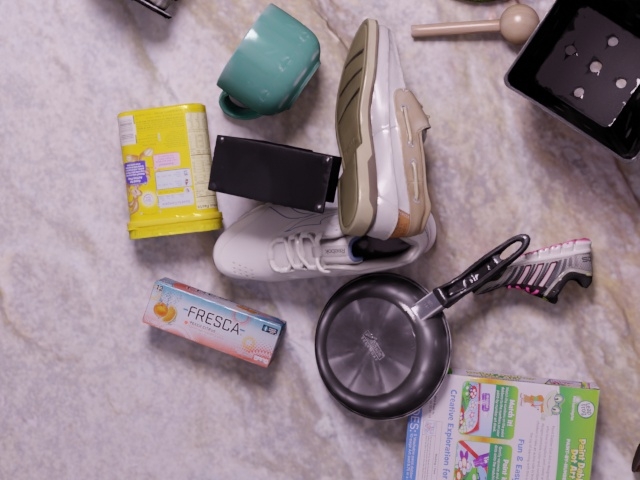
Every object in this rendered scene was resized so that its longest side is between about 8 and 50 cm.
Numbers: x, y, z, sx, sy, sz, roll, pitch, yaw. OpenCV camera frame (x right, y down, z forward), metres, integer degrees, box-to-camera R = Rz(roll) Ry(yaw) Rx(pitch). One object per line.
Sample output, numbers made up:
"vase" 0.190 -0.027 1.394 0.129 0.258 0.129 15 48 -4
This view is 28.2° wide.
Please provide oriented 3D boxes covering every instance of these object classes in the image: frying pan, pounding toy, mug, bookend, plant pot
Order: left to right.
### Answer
"mug" -0.062 -0.223 1.659 0.097 0.158 0.129 34 74 -3
"bookend" -0.038 -0.084 1.625 0.156 0.157 0.072 12 96 19
"frying pan" 0.132 0.123 1.649 0.326 0.053 0.197 -16 80 25
"pounding toy" 0.204 -0.373 1.618 0.183 0.110 0.236 4 94 6
"plant pot" 0.351 -0.220 1.585 0.187 0.167 0.188 33 96 3

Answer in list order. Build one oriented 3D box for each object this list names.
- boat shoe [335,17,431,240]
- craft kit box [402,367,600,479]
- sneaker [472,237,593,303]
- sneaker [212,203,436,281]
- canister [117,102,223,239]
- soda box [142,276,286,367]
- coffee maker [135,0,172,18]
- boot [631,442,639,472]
"boat shoe" 0.083 -0.139 1.623 0.103 0.113 0.302 9 67 -16
"craft kit box" 0.233 0.300 1.693 0.247 0.061 0.249 6 95 8
"sneaker" 0.279 0.052 1.664 0.170 0.063 0.074 -16 86 2
"sneaker" 0.000 0.000 1.656 0.297 0.129 0.111 -9 101 8
"canister" -0.202 -0.092 1.701 0.126 0.073 0.169 -6 92 6
"soda box" -0.142 0.109 1.716 0.183 0.058 0.063 20 96 4
"coffee maker" -0.228 -0.406 1.657 0.171 0.120 0.178 31 96 4
"boot" 0.481 0.284 1.676 0.114 0.037 0.106 29 99 -1
